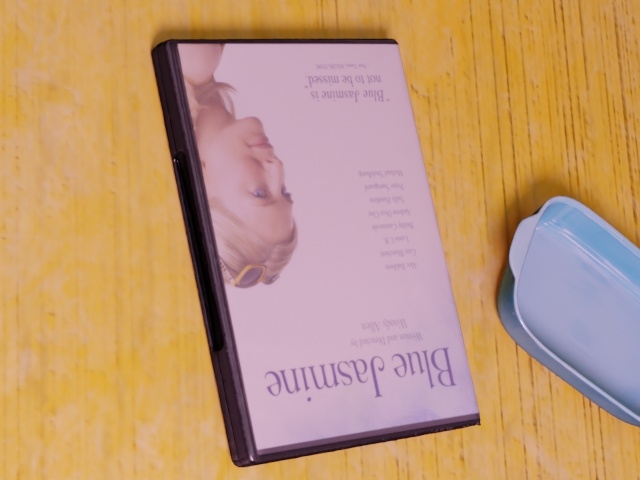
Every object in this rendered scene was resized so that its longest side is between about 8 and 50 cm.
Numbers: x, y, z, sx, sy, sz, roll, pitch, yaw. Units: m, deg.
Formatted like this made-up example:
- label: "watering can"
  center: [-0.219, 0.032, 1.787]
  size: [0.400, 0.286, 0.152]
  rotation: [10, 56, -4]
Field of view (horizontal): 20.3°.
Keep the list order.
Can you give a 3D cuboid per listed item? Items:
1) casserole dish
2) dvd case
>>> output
- label: "casserole dish"
  center: [0.184, 0.052, 1.190]
  size: [0.188, 0.037, 0.114]
  rotation: [37, 57, -24]
- label: "dvd case"
  center: [0.000, 0.000, 1.075]
  size: [0.180, 0.022, 0.253]
  rotation: [-5, 79, -38]
